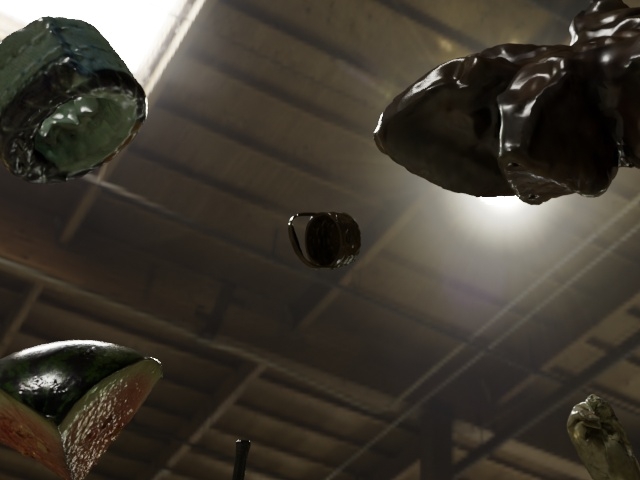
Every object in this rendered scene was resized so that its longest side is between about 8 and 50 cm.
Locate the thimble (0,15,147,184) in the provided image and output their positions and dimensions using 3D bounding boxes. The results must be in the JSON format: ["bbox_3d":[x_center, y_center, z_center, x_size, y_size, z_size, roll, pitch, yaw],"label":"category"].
[{"bbox_3d":[-0.369,-0.199,1.504,0.237,0.150,0.237,-32,-23,-15],"label":"thimble"}]

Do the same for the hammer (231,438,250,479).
[{"bbox_3d":[-0.159,0.478,1.898,0.103,0.246,0.029,12,-13,-27],"label":"hammer"}]

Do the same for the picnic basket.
[{"bbox_3d":[0.000,0.000,1.213,0.083,0.072,0.072,0,-32,-42],"label":"picnic basket"}]

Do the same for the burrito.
[{"bbox_3d":[0.288,0.236,1.001,0.045,0.058,0.188,-29,-95,47],"label":"burrito"}]

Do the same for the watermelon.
[{"bbox_3d":[-0.247,0.133,0.948,0.145,0.193,0.137,27,-80,15],"label":"watermelon"}]

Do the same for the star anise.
[{"bbox_3d":[0.186,-0.103,0.724,0.315,0.315,0.108,-12,-68,18],"label":"star anise"}]
